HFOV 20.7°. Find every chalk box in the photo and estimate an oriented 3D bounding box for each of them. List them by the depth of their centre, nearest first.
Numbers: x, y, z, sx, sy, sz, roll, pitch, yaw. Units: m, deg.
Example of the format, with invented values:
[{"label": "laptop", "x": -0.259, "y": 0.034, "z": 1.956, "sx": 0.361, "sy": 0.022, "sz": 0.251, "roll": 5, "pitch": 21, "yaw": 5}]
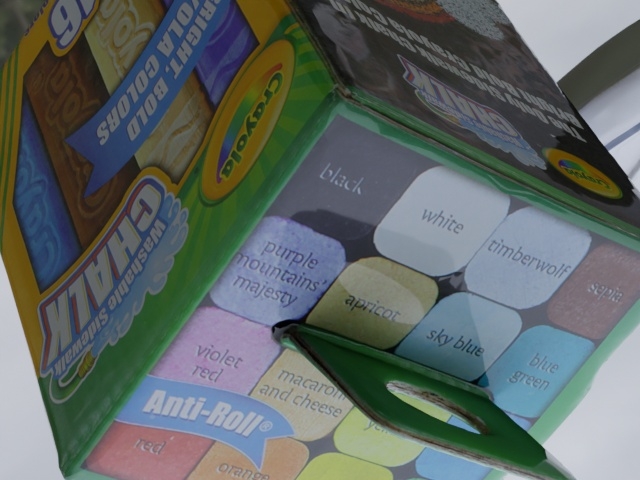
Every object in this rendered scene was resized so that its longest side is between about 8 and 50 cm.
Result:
[{"label": "chalk box", "x": 0.000, "y": 0.000, "z": 0.679, "sx": 0.179, "sy": 0.180, "sz": 0.289, "roll": -52, "pitch": -144, "yaw": 22}]

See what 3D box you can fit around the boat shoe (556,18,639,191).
[{"label": "boat shoe", "x": 0.119, "y": -0.019, "z": 0.844, "sx": 0.258, "sy": 0.084, "sz": 0.095, "roll": -41, "pitch": -172, "yaw": 42}]
